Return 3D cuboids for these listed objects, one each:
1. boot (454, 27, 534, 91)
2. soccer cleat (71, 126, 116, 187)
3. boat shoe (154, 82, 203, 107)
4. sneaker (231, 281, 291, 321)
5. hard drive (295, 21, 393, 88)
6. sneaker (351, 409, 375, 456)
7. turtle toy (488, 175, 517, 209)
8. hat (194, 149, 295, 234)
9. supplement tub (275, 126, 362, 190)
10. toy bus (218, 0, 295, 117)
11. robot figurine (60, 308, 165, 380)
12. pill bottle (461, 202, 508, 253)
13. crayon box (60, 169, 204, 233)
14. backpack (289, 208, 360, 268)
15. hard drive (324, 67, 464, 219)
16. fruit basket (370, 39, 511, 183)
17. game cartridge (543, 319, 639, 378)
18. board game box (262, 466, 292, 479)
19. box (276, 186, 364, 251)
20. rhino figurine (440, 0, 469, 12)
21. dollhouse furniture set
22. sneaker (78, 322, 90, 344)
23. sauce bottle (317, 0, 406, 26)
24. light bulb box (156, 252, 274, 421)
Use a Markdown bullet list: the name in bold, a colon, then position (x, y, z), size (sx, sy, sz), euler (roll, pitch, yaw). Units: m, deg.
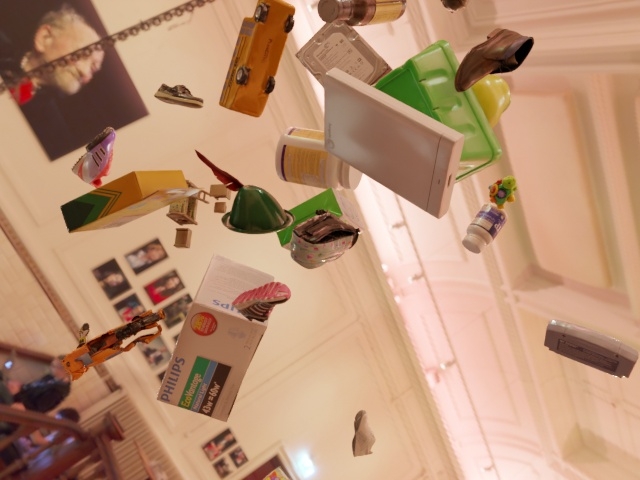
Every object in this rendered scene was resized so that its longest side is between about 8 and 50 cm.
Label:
- **boot**: position (0.433, -0.449, 1.556), size (0.106, 0.219, 0.082), euler (29, -17, 47)
- **soccer cleat**: position (-0.780, -0.293, 2.217), size (0.116, 0.108, 0.318), euler (44, -42, -14)
- **boat shoe**: position (-0.506, -0.526, 2.241), size (0.224, 0.073, 0.080), euler (17, -1, 31)
- **sneaker**: position (-0.126, 0.148, 1.450), size (0.170, 0.063, 0.075), euler (-18, -62, 35)
- **hard drive**: position (0.085, -0.668, 2.346), size (0.339, 0.237, 0.064), euler (54, 13, 23)
- **sneaker**: position (0.124, 0.539, 1.749), size (0.053, 0.061, 0.152), euler (-102, -165, -66)
- **turtle toy**: position (0.592, -0.165, 2.022), size (0.130, 0.066, 0.095), euler (-43, -140, 53)
- **hat**: position (-0.158, -0.128, 1.478), size (0.173, 0.208, 0.183), euler (22, -59, 38)
- **supplement tub**: position (0.001, -0.339, 2.620), size (0.331, 0.241, 0.241), euler (13, -38, 19)
- **toy bus**: position (-0.184, -0.529, 1.795), size (0.130, 0.108, 0.332), euler (34, -71, 53)
- **robot figurine**: position (-0.558, 0.279, 1.723), size (0.085, 0.291, 0.211), euler (63, -15, -2)
- **pill bottle**: position (0.633, -0.044, 2.418), size (0.112, 0.186, 0.112), euler (35, -16, 12)
- **crayon box**: position (-0.493, -0.113, 1.643), size (0.202, 0.319, 0.081), euler (-15, 86, -67)
- **backpack**: position (0.000, 0.000, 1.719), size (0.152, 0.182, 0.115), euler (27, -57, 33)
- **hard drive**: position (0.151, -0.221, 1.419), size (0.353, 0.047, 0.233), euler (35, -31, 27)
- **fruit basket**: position (0.349, -0.347, 1.716), size (0.283, 0.392, 0.392), euler (-28, -86, 40)
- **game cartridge**: position (0.918, 0.368, 2.127), size (0.294, 0.060, 0.196), euler (21, -21, 26)
- **board game box**: position (-0.178, 0.758, 1.645), size (0.142, 0.275, 0.144), euler (47, -38, 10)
- **box**: position (-0.003, -0.054, 2.305), size (0.231, 0.262, 0.126), euler (27, 39, -62)
- **rhino figurine**: position (0.385, -0.714, 1.827), size (0.106, 0.073, 0.243), euler (41, 19, -4)
- **dollhouse furniture set**: position (-0.353, -0.079, 1.801), size (0.101, 0.161, 0.182), euler (48, 43, -67)
- **sneaker**: position (-0.766, 0.300, 2.014), size (0.083, 0.031, 0.035), euler (-71, -156, 15)
- **sauce bottle**: position (0.117, -0.658, 1.744), size (0.111, 0.344, 0.111), euler (15, -64, 33)
- **light bulb box**: position (-0.312, 0.290, 1.924), size (0.225, 0.358, 0.361), euler (21, 19, -8)
